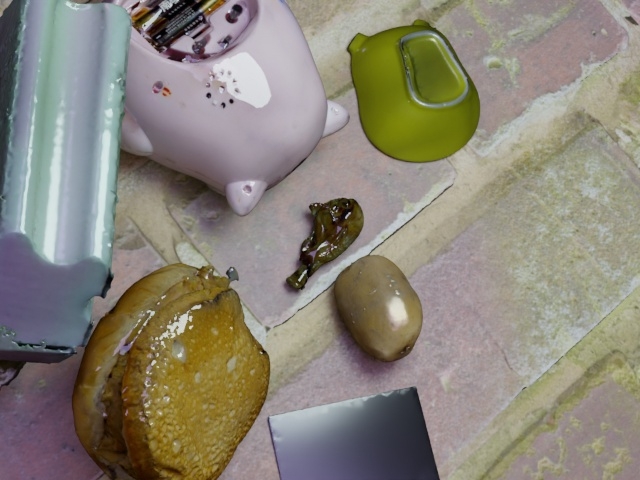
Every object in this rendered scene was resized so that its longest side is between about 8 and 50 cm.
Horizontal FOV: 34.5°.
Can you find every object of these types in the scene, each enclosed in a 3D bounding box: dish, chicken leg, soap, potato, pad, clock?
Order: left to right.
[{"bbox_3d":[-0.370,-0.073,1.348,0.156,0.261,0.446,10,71,-30],"label":"soap"},{"bbox_3d":[-0.160,-0.252,1.572,0.377,0.250,0.368,45,66,3],"label":"clock"},{"bbox_3d":[0.000,0.000,1.633,0.093,0.070,0.178,34,76,-2],"label":"chicken leg"},{"bbox_3d":[0.053,0.322,1.561,0.246,0.006,0.170,-9,75,-18],"label":"pad"},{"bbox_3d":[0.092,0.101,1.595,0.109,0.118,0.178,7,49,-50],"label":"potato"},{"bbox_3d":[0.172,-0.273,1.749,0.221,0.108,0.262,-14,75,-20],"label":"dish"}]

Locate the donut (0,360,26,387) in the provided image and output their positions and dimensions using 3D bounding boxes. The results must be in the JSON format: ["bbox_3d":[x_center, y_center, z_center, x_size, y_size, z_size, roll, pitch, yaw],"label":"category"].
[{"bbox_3d":[-0.526,0.110,1.430,0.272,0.107,0.272,4,75,-16],"label":"donut"}]

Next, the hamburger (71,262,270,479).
[{"bbox_3d":[-0.195,0.185,1.394,0.170,0.289,0.314,13,49,27],"label":"hamburger"}]
